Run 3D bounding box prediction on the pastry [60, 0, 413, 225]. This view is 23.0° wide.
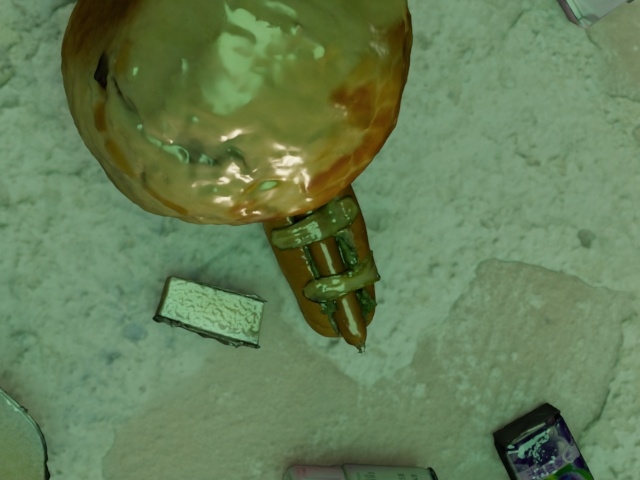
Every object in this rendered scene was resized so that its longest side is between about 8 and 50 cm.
[{"bbox_3d":[-0.069,-0.187,1.558,0.313,0.388,0.388,23,96,-30],"label":"pastry"}]

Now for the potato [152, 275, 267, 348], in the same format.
[{"bbox_3d":[-0.123,0.079,1.743,0.122,0.086,0.061,16,84,-11],"label":"potato"}]

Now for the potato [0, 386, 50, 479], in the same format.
[{"bbox_3d":[-0.462,0.252,1.673,0.300,0.196,0.246,-5,81,-35],"label":"potato"}]

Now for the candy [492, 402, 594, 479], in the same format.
[{"bbox_3d":[0.308,0.346,1.877,0.088,0.061,0.312,-30,104,-6],"label":"candy"}]

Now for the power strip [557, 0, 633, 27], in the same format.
[{"bbox_3d":[0.266,-0.370,1.741,0.109,0.037,0.279,-34,104,-2],"label":"power strip"}]

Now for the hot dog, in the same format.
[{"bbox_3d":[0.000,0.000,1.752,0.109,0.072,0.269,-21,103,-3],"label":"hot dog"}]

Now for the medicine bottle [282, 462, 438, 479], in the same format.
[{"bbox_3d":[0.042,0.319,1.789,0.169,0.135,0.135,5,100,-11],"label":"medicine bottle"}]
